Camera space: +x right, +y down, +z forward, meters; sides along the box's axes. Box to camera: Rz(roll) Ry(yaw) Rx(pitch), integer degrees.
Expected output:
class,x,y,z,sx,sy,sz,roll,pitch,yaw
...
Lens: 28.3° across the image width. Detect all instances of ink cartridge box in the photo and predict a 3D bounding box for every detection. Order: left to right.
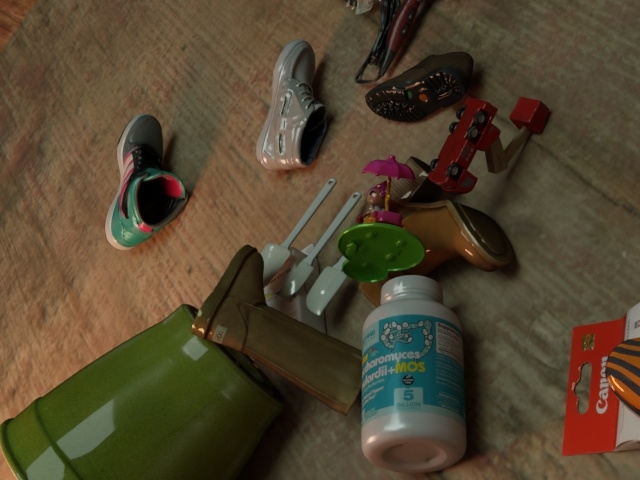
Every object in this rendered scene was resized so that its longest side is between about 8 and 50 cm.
class,x,y,z,sx,sy,sz,roll,pitch,yaw
ink cartridge box,-0.060,0.094,2.147,0.115,0.067,0.198,-34,43,29
ink cartridge box,0.394,0.168,1.588,0.232,0.066,0.189,-12,58,40

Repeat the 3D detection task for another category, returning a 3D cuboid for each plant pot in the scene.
class,x,y,z,sx,sy,sz,roll,pitch,yaw
plant pot,-0.259,0.301,2.038,0.353,0.366,0.366,-45,38,1

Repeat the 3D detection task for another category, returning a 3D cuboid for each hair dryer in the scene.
class,x,y,z,sx,sy,sz,roll,pitch,yaw
hair dryer,0.166,-0.416,2.255,0.293,0.080,0.224,-29,62,41

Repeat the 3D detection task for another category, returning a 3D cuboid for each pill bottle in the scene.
class,x,y,z,sx,sy,sz,roll,pitch,yaw
pill bottle,0.131,0.184,1.801,0.146,0.146,0.264,-27,47,36

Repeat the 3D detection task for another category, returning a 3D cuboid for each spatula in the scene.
class,x,y,z,sx,sy,sz,roll,pitch,yaw
spatula,0.000,0.000,2.106,0.168,0.019,0.242,21,68,37

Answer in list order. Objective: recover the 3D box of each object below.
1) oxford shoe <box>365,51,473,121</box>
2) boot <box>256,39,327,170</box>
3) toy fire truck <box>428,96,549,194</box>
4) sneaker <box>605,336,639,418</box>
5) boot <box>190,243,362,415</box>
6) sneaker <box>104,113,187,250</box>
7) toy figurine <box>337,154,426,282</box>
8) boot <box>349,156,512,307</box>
class,x,y,z,sx,sy,sz,roll,pitch,yaw
oxford shoe,0.171,-0.260,2.131,0.227,0.083,0.096,-11,39,45
boot,-0.029,-0.250,2.342,0.123,0.095,0.258,4,77,44
toy fire truck,0.251,-0.144,1.896,0.047,0.135,0.192,22,84,51
sneaker,0.445,0.151,1.377,0.321,0.180,0.125,16,72,36
boot,-0.044,0.139,1.976,0.089,0.269,0.236,-66,-3,38
sneaker,-0.344,-0.134,2.579,0.178,0.123,0.296,-14,64,50
toy figurine,0.092,-0.043,1.896,0.173,0.130,0.159,119,163,-58
boot,0.151,0.026,1.927,0.283,0.109,0.220,46,110,41
